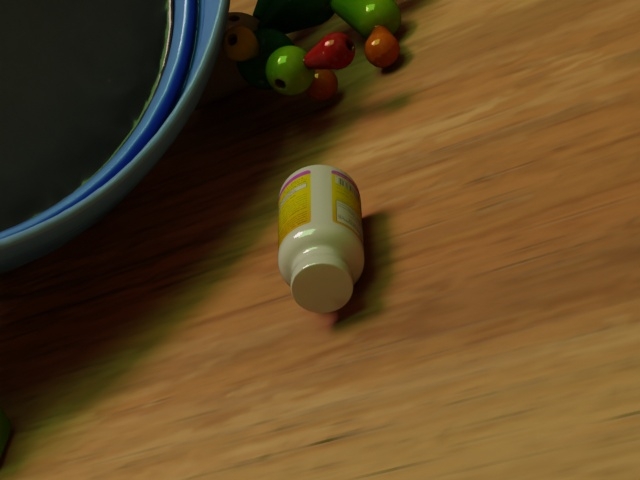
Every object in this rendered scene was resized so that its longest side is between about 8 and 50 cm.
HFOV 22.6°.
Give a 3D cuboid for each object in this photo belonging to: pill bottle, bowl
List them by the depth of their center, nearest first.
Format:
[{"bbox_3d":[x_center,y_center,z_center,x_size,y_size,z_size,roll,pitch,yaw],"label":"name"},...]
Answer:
[{"bbox_3d":[0.000,0.000,0.806,0.043,0.043,0.083,-28,30,17],"label":"pill bottle"},{"bbox_3d":[-0.247,-0.153,0.926,0.391,0.391,0.077,-50,-8,-21],"label":"bowl"}]

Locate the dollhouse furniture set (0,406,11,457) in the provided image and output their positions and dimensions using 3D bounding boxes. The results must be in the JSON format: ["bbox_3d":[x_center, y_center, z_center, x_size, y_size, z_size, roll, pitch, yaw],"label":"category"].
[{"bbox_3d":[-0.297,0.172,0.771,0.197,0.151,0.301,-23,32,24],"label":"dollhouse furniture set"}]

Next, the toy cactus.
[{"bbox_3d":[-0.032,-0.144,1.010,0.180,0.112,0.219,-32,37,29],"label":"toy cactus"}]
